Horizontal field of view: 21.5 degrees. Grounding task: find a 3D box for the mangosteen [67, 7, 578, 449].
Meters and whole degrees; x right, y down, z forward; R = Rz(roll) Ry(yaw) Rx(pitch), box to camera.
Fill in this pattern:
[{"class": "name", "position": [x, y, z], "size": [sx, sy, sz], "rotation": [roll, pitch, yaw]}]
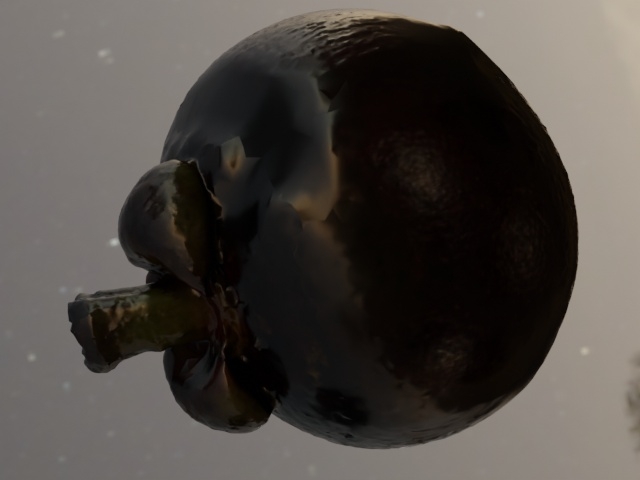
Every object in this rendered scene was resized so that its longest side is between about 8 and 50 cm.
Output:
[{"class": "mangosteen", "position": [0.015, -0.010, 1.094], "size": [0.293, 0.297, 0.297], "rotation": [13, -118, -40]}]
